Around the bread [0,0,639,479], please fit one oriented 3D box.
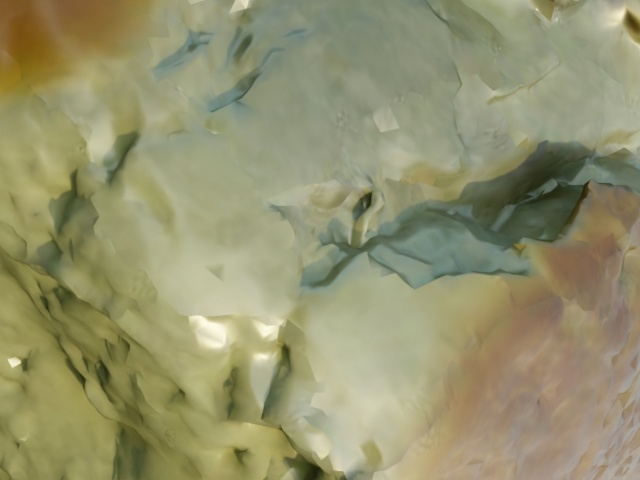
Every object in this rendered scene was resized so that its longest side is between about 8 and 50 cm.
[{"bbox_3d":[0.000,0.000,0.509,0.225,0.250,0.279,39,-36,17],"label":"bread"}]
